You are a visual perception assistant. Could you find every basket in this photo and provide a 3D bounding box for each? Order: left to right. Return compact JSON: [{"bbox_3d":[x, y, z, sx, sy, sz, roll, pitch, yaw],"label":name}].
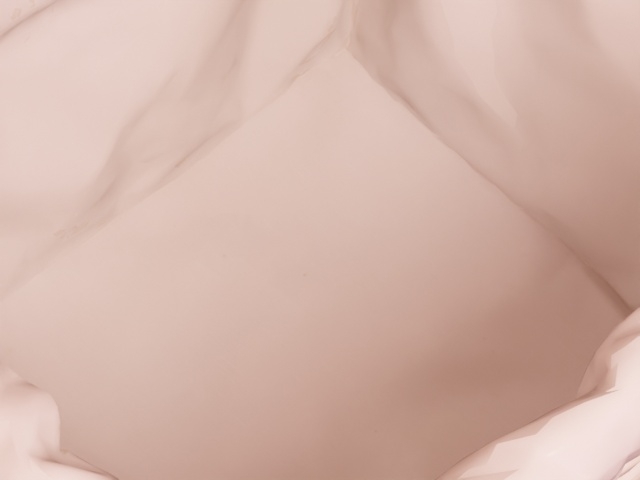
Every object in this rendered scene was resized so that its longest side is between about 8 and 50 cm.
[{"bbox_3d":[0.000,0.000,0.632,0.331,0.328,0.266,-39,153,-21],"label":"basket"}]
